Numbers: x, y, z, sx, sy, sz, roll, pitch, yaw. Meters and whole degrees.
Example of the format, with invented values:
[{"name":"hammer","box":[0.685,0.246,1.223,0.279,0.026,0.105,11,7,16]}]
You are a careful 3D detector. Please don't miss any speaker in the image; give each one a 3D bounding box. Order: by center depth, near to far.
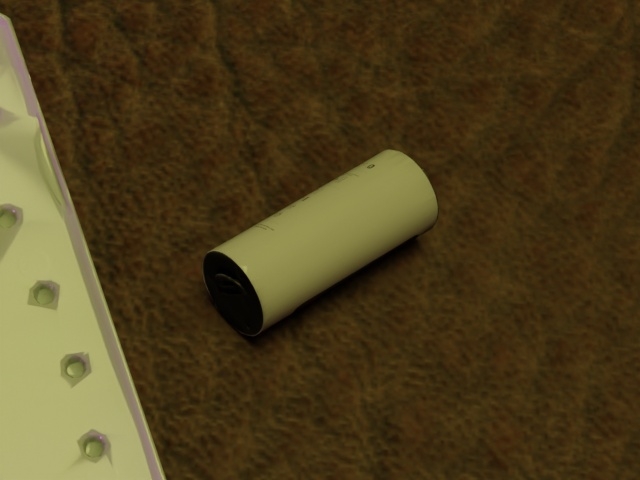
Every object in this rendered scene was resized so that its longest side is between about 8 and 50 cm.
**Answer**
[{"name":"speaker","box":[0.000,0.000,1.053,0.136,0.055,0.055,-31,63,-30]}]

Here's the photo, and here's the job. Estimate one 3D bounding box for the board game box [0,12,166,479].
[{"name":"board game box","box":[-0.273,0.111,0.804,0.390,0.050,0.390,-16,68,-13]}]
